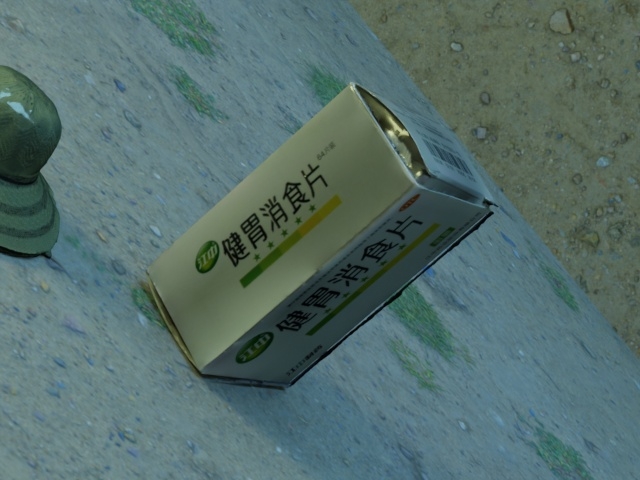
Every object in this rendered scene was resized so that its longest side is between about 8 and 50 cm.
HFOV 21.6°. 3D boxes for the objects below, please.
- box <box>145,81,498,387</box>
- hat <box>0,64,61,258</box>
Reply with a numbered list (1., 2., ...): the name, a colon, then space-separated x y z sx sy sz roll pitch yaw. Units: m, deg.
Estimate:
1. box: 0.002 -0.002 1.742 0.173 0.333 0.145 14 40 -58
2. hat: -0.316 -0.110 1.636 0.252 0.110 0.252 40 18 -16
